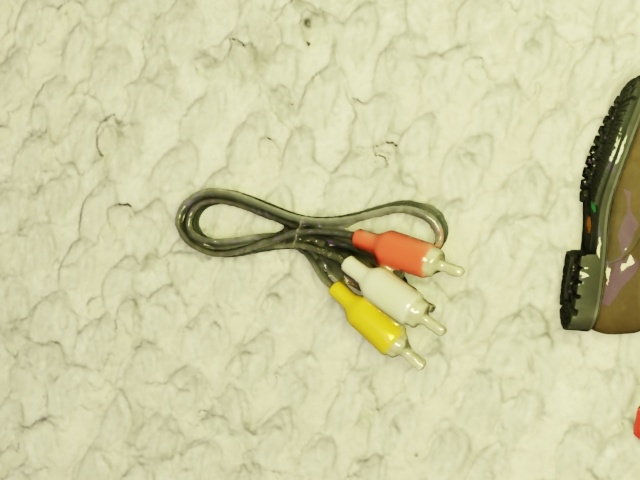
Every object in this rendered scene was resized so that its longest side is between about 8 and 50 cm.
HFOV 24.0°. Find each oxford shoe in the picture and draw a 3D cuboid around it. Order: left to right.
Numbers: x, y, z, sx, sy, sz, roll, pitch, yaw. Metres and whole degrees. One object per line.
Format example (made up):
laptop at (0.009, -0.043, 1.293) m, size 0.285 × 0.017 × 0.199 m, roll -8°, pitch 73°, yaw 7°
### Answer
oxford shoe at (0.273, -0.029, 1.303) m, size 0.096 × 0.083 × 0.227 m, roll 8°, pitch 103°, yaw -3°

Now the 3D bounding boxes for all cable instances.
cable at (0.000, 0.000, 1.387) m, size 0.287 × 0.072 × 0.139 m, roll 25°, pitch 100°, yaw 12°

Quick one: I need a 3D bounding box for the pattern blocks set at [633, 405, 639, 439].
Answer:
pattern blocks set at (0.342, 0.304, 1.354) m, size 0.285 × 0.026 × 0.325 m, roll 33°, pitch 107°, yaw 10°
